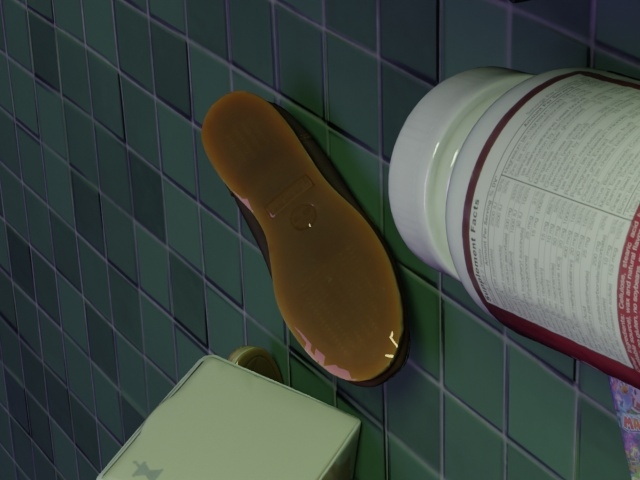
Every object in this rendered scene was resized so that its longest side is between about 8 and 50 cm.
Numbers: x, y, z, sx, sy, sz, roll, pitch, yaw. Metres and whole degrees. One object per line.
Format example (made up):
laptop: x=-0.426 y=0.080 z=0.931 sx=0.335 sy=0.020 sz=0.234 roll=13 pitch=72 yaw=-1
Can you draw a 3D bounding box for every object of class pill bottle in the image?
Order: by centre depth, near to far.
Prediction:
pill bottle: x=0.128 y=-0.006 z=0.726 sx=0.221 sy=0.121 sz=0.121 roll=25 pitch=126 yaw=57

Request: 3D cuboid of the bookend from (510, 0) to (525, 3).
bookend: x=0.080 y=-0.210 z=0.759 sx=0.157 sy=0.072 sz=0.156 roll=47 pitch=142 yaw=43

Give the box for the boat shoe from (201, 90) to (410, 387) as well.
boat shoe: x=0.000 y=0.000 z=1.048 sx=0.207 sy=0.073 sz=0.073 roll=64 pitch=-170 yaw=26

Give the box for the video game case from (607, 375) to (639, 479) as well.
video game case: x=0.175 y=0.113 z=0.824 sx=0.087 sy=0.011 sz=0.122 roll=-4 pitch=101 yaw=63

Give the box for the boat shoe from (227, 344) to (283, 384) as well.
boat shoe: x=-0.054 y=0.130 z=1.233 sx=0.045 sy=0.050 sz=0.135 roll=31 pitch=131 yaw=47

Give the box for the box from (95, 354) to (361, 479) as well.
box: x=-0.069 y=0.248 z=1.186 sx=0.121 sy=0.148 sz=0.311 roll=21 pitch=131 yaw=18
